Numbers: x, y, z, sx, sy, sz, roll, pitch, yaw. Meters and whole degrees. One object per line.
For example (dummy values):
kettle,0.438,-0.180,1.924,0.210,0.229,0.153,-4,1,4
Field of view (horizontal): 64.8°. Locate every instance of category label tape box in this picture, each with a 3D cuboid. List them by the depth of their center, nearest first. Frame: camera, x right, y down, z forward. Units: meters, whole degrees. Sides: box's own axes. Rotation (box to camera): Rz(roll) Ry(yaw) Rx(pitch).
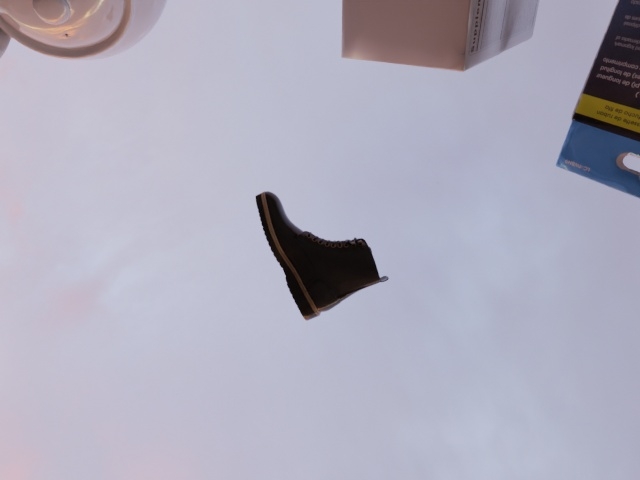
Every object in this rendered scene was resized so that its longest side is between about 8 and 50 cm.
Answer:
label tape box,0.479,-0.214,0.605,0.249,0.115,0.348,34,-51,37

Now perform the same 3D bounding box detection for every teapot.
teapot,-0.291,-0.296,0.560,0.252,0.187,0.256,3,-39,-19

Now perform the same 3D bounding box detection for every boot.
boot,0.000,0.000,0.733,0.137,0.077,0.198,-24,-79,3

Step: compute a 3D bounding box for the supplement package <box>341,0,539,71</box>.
supplement package,0.139,-0.274,0.534,0.133,0.244,0.139,18,-56,29
